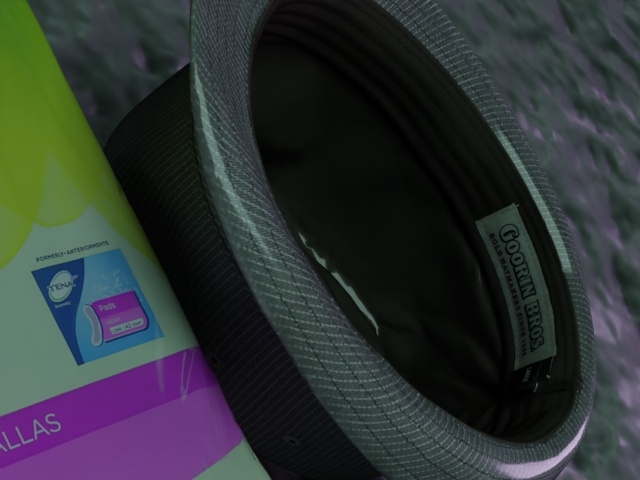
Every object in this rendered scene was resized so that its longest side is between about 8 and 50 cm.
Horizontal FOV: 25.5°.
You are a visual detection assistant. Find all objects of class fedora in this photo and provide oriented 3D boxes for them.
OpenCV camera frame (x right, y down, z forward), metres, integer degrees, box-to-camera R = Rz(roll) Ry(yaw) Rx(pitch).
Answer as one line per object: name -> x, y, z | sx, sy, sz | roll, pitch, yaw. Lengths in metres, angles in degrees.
fedora -> 0.000, 0.000, 0.600 | 0.275, 0.124, 0.244 | 47, 37, -26

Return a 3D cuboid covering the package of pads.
package of pads -> -0.172, 0.018, 0.473 | 0.229, 0.101, 0.297 | -17, 74, -47
